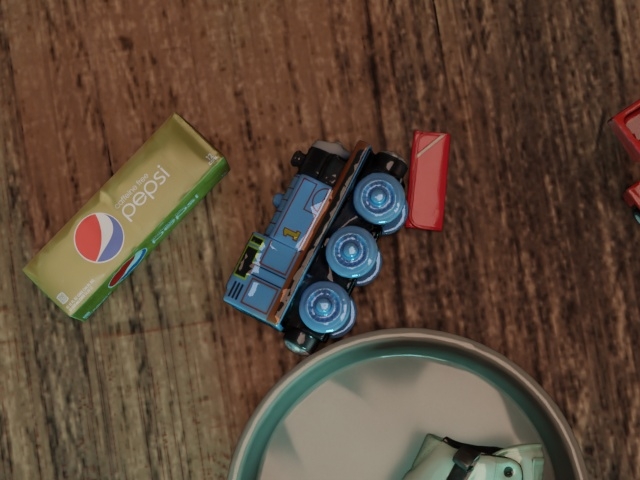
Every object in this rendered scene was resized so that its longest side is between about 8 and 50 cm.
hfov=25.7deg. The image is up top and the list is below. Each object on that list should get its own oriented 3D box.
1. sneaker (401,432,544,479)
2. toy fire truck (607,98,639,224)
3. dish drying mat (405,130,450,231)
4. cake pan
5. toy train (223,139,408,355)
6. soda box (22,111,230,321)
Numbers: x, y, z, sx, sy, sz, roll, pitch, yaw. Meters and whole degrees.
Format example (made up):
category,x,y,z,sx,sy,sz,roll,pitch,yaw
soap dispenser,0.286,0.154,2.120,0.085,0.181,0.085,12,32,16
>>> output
category,x,y,z,sx,sy,sz,roll,pitch,yaw
sneaker,0.169,0.237,1.048,0.256,0.094,0.151,23,90,6
toy fire truck,0.294,-0.022,1.113,0.047,0.135,0.192,-34,84,-3
dish drying mat,0.091,-0.051,1.184,0.032,0.008,0.083,6,83,1
cake pan,0.069,0.218,1.130,0.293,0.054,0.293,0,83,1
toy train,0.000,0.000,1.146,0.105,0.080,0.184,26,85,10
soda box,-0.158,-0.019,1.157,0.058,0.061,0.181,42,86,6
